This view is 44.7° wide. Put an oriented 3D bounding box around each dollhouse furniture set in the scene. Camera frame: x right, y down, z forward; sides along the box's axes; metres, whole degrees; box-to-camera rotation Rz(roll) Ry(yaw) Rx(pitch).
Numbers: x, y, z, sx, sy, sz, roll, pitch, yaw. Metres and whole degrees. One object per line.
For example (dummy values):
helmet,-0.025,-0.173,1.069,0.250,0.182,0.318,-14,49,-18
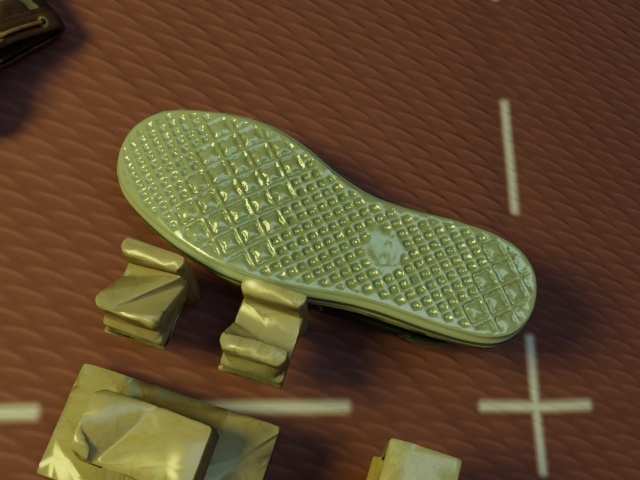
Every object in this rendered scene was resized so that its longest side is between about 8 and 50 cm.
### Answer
dollhouse furniture set,-0.080,0.253,0.817,0.394,0.256,0.362,17,69,7

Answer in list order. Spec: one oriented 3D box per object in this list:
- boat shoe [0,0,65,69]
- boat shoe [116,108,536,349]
boat shoe,-0.406,-0.166,0.818,0.123,0.123,0.342,46,52,-16
boat shoe,0.000,0.000,0.914,0.500,0.156,0.186,21,74,-2
